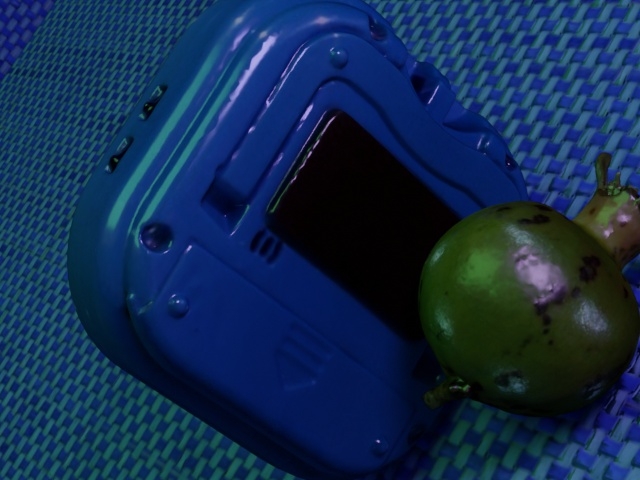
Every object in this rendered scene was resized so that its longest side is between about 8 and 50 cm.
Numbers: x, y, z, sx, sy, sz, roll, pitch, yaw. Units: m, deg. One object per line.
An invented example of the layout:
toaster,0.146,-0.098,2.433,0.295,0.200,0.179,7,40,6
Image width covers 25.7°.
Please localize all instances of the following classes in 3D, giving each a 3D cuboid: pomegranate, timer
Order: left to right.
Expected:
timer,0.000,0.000,1.017,0.115,0.340,0.309,15,70,52
pomegranate,0.163,0.032,0.981,0.220,0.156,0.156,-35,21,-33
